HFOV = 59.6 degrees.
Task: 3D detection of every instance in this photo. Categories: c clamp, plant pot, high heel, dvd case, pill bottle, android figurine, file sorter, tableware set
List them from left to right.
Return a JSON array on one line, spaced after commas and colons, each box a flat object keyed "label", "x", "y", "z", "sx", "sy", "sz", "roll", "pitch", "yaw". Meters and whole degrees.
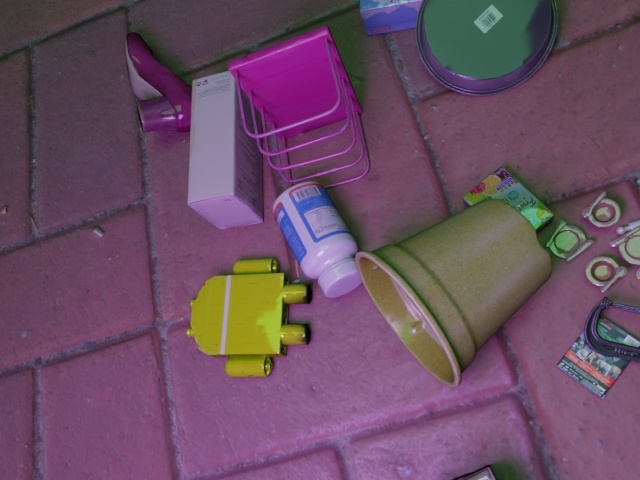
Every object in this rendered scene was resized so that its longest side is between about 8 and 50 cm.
[{"label": "high heel", "x": -0.395, "y": -0.413, "z": 1.439, "sx": 0.181, "sy": 0.127, "sz": 0.377, "roll": -11, "pitch": 59, "yaw": -18}, {"label": "android figurine", "x": -0.152, "y": 0.156, "z": 1.152, "sx": 0.272, "sy": 0.056, "sz": 0.248, "roll": -6, "pitch": 69, "yaw": 15}, {"label": "file sorter", "x": -0.025, "y": -0.239, "z": 1.133, "sx": 0.202, "sy": 0.291, "sz": 0.182, "roll": -16, "pitch": 69, "yaw": 11}, {"label": "pill bottle", "x": 0.000, "y": 0.000, "z": 1.125, "sx": 0.124, "sy": 0.124, "sz": 0.222, "roll": -30, "pitch": 64, "yaw": 5}, {"label": "plant pot", "x": 0.242, "y": 0.065, "z": 0.967, "sx": 0.253, "sy": 0.276, "sz": 0.276, "roll": -34, "pitch": 64, "yaw": -9}, {"label": "dvd case", "x": 0.479, "y": 0.197, "z": 0.961, "sx": 0.087, "sy": 0.013, "sz": 0.119, "roll": 37, "pitch": 86, "yaw": 25}, {"label": "tableware set", "x": 0.508, "y": 0.005, "z": 1.007, "sx": 0.141, "sy": 0.020, "sz": 0.169, "roll": -44, "pitch": 61, "yaw": 8}, {"label": "c clamp", "x": 0.532, "y": 0.137, "z": 0.937, "sx": 0.160, "sy": 0.022, "sz": 0.137, "roll": 6, "pitch": 90, "yaw": 20}]

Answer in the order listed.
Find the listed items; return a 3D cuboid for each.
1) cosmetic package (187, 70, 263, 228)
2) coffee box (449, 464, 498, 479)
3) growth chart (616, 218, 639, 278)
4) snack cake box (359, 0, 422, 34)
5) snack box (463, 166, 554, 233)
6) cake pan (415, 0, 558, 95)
[{"label": "cosmetic package", "x": -0.207, "y": -0.200, "z": 1.247, "sx": 0.113, "sy": 0.160, "sz": 0.310, "roll": -8, "pitch": 67, "yaw": 16}, {"label": "coffee box", "x": 0.271, "y": 0.500, "z": 0.828, "sx": 0.118, "sy": 0.168, "sz": 0.297, "roll": -28, "pitch": 64, "yaw": 6}, {"label": "growth chart", "x": 0.642, "y": 0.045, "z": 0.962, "sx": 0.171, "sy": 0.021, "sz": 0.237, "roll": -27, "pitch": 64, "yaw": 7}, {"label": "snack cake box", "x": 0.227, "y": -0.581, "z": 1.290, "sx": 0.264, "sy": 0.089, "sz": 0.152, "roll": -4, "pitch": 68, "yaw": 16}, {"label": "snack box", "x": 0.361, "y": -0.061, "z": 1.081, "sx": 0.100, "sy": 0.037, "sz": 0.141, "roll": -39, "pitch": 64, "yaw": 2}, {"label": "cake pan", "x": 0.344, "y": -0.455, "z": 1.166, "sx": 0.293, "sy": 0.054, "sz": 0.294, "roll": 1, "pitch": 93, "yaw": 13}]
